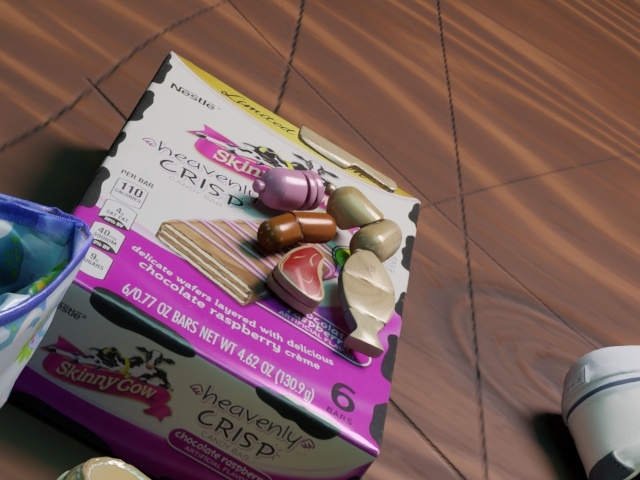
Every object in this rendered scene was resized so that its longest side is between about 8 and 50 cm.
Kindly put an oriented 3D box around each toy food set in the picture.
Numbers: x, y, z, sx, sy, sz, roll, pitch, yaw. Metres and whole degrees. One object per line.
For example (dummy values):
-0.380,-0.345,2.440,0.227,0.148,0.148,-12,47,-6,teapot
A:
0.000,0.000,0.701,0.078,0.019,0.122,31,36,-12,toy food set

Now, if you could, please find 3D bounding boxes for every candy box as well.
-0.043,0.017,0.722,0.159,0.071,0.233,30,27,-9,candy box

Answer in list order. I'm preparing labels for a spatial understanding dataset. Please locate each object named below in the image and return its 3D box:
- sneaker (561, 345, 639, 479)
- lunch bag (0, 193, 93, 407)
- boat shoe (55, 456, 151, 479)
0.260,0.116,0.841,0.258,0.094,0.091,0,51,-3,sneaker
-0.155,0.044,0.492,0.151,0.129,0.096,-5,47,-50,lunch bag
-0.026,0.139,0.545,0.190,0.072,0.068,46,29,21,boat shoe
